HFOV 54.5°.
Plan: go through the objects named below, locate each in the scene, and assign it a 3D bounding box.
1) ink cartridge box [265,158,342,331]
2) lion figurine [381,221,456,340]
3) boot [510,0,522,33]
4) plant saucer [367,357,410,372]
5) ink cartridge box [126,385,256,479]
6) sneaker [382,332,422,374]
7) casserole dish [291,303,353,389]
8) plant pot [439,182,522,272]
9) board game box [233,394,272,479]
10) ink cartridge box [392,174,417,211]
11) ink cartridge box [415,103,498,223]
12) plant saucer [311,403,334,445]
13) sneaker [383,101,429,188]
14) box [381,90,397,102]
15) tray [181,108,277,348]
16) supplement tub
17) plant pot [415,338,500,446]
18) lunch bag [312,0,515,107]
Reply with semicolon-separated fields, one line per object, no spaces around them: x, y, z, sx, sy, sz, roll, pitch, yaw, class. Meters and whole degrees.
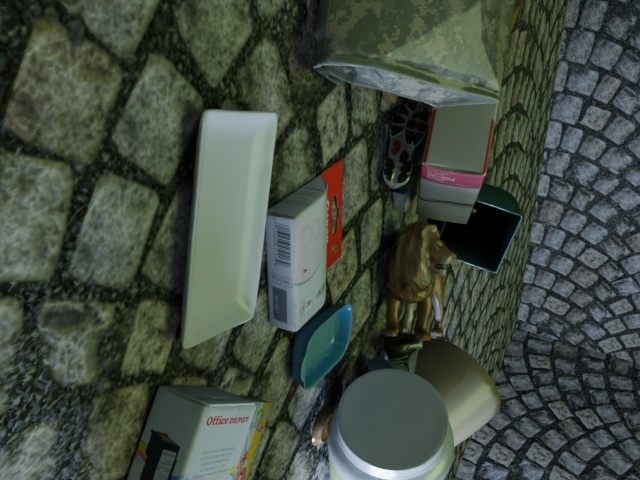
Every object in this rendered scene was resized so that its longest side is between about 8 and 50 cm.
0.000;0.000;0.949;0.232;0.066;0.189;-36;135;-47;ink cartridge box
0.223;0.096;1.402;0.392;0.142;0.241;31;65;-78;lion figurine
0.378;-0.428;1.455;0.295;0.104;0.211;-55;154;-26;boot
0.181;0.322;1.332;0.037;0.195;0.195;-34;138;-23;plant saucer
-0.159;0.268;0.745;0.127;0.072;0.175;31;76;-64;ink cartridge box
0.189;0.283;1.416;0.228;0.086;0.132;18;77;-72;sneaker
0.001;0.176;1.068;0.188;0.036;0.114;-33;132;-56;casserole dish
0.406;-0.063;1.594;0.234;0.165;0.166;-57;166;-61;plant pot
-0.126;0.300;0.884;0.103;0.026;0.154;36;71;-63;board game box
0.179;-0.104;1.286;0.083;0.028;0.048;-55;149;-37;ink cartridge box
0.264;-0.174;1.220;0.283;0.117;0.208;71;30;-73;ink cartridge box
0.010;0.363;1.212;0.083;0.015;0.084;-40;138;-50;plant saucer
0.155;-0.180;1.178;0.071;0.068;0.170;49;60;-85;sneaker
0.123;-0.356;1.041;0.165;0.021;0.201;-68;154;-15;box
-0.114;-0.019;0.731;0.145;0.030;0.271;-19;121;-61;tray
0.133;0.423;1.209;0.235;0.235;0.325;-54;154;-37;supplement tub
0.260;0.430;1.545;0.274;0.256;0.257;-37;138;-28;plant pot
0.118;-0.326;0.860;0.286;0.169;0.236;6;95;-31;lunch bag
